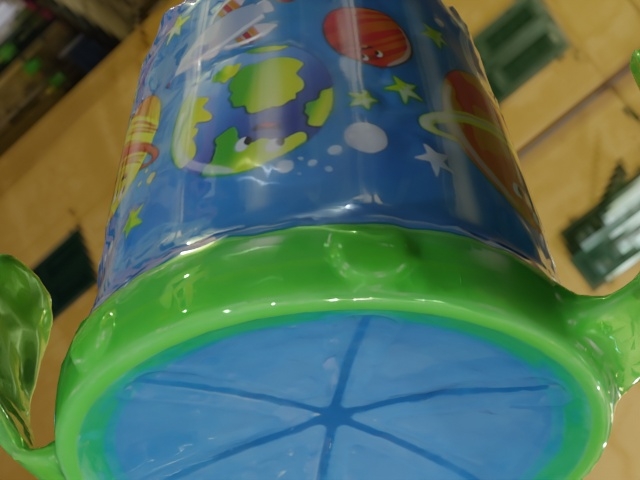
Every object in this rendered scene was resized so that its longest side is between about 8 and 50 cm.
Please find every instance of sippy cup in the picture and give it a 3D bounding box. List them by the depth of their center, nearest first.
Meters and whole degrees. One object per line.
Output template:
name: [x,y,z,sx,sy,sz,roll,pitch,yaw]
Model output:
sippy cup: [0.000,0.000,0.690,0.305,0.240,0.224,4,-128,-12]
